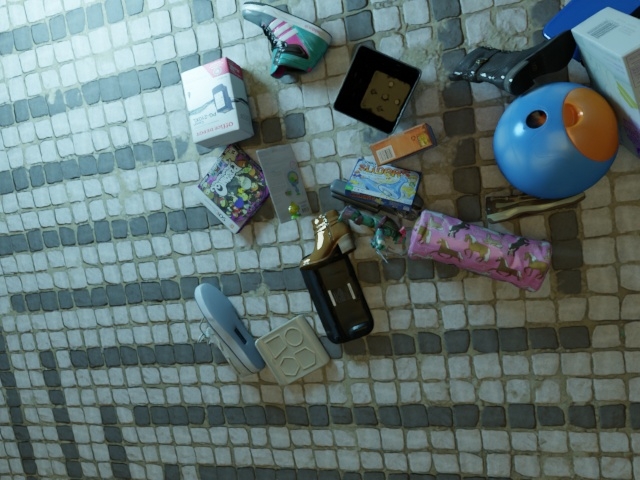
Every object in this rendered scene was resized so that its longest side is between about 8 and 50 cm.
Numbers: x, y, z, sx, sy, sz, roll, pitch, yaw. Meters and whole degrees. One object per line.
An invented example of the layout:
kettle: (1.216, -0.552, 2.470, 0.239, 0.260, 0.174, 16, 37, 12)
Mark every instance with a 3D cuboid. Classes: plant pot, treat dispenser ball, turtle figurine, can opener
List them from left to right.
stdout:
can opener: (0.174, -0.137, 1.498, 0.283, 0.076, 0.095, 22, 73, 12)
turtle figurine: (0.171, -0.025, 1.465, 0.234, 0.175, 0.118, 32, 85, 9)
plant pot: (0.173, -0.419, 1.384, 0.188, 0.167, 0.187, 28, 107, 11)
treat dispenser ball: (0.588, -0.249, 1.224, 0.288, 0.288, 0.288, 3, 101, 16)

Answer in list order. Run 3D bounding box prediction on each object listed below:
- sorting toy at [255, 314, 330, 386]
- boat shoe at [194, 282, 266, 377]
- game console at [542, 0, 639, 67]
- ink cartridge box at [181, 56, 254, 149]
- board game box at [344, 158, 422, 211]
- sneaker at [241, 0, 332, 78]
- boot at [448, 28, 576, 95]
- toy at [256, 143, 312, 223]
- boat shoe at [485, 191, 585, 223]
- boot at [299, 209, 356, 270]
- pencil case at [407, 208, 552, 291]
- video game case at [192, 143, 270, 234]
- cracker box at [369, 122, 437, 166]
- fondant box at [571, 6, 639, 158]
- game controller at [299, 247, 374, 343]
sorting toy: (-0.097, 0.382, 1.683, 0.208, 0.038, 0.193, -32, 90, 15)
boat shoe: (-0.354, 0.330, 1.708, 0.156, 0.136, 0.367, -32, 99, 22)
game console: (0.786, -0.550, 1.249, 0.250, 0.173, 0.293, 36, 112, -25)
ink cartridge box: (-0.328, -0.432, 1.548, 0.172, 0.100, 0.237, -13, 86, 18)
board game box: (0.189, -0.168, 1.449, 0.201, 0.136, 0.035, 15, 146, 13)
sneaker: (-0.131, -0.591, 1.474, 0.296, 0.124, 0.178, 26, 97, 10)
boot: (0.497, -0.482, 1.271, 0.263, 0.229, 0.091, -34, 128, -8)
toy: (-0.123, -0.178, 1.554, 0.056, 0.137, 0.237, -18, 93, 51)
boat shoe: (0.590, -0.121, 1.352, 0.257, 0.095, 0.095, -14, 89, 19)
boot: (0.000, 0.000, 1.537, 0.197, 0.073, 0.152, -24, 72, -5)
pencil case: (0.449, 0.029, 1.381, 0.386, 0.167, 0.160, 16, 125, 13)
video game case: (-0.289, -0.173, 1.634, 0.210, 0.042, 0.232, 44, 109, 4)
cracker box: (0.238, -0.266, 1.356, 0.156, 0.232, 0.067, -20, 95, 19)
fondant box: (0.725, -0.347, 1.123, 0.096, 0.238, 0.330, -31, 121, 20)
game controller: (0.053, 0.181, 1.594, 0.166, 0.067, 0.319, -22, 94, 5)
